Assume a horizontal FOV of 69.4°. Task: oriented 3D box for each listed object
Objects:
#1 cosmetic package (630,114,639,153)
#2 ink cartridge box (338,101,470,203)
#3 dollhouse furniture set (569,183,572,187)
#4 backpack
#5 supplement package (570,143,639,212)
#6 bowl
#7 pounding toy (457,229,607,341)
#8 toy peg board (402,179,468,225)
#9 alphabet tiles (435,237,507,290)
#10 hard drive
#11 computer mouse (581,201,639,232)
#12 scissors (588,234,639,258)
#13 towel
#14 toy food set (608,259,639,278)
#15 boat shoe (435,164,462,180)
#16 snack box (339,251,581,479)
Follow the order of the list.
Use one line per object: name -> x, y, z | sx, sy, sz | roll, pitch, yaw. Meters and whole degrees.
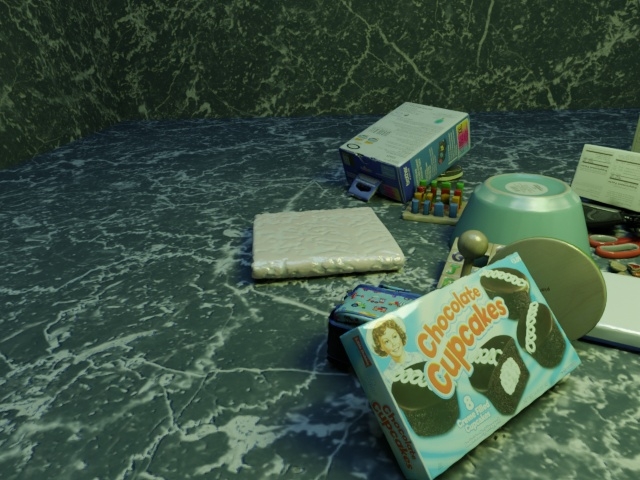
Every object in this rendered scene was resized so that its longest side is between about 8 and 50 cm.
cosmetic package -> 1.087, -0.328, 1.440 | 0.113, 0.309, 0.160 | -7, 26, -8
ink cartridge box -> 0.252, -0.280, 1.496 | 0.396, 0.151, 0.270 | -36, 41, -23
dollhouse furniture set -> 0.855, -0.195, 1.437 | 0.115, 0.081, 0.091 | -16, 28, -27
backpack -> 0.110, 0.131, 0.748 | 0.158, 0.116, 0.173 | 12, 26, 28
supplement package -> 0.860, -0.156, 1.234 | 0.204, 0.145, 0.262 | -2, 21, -33
bowl -> 0.464, -0.053, 1.067 | 0.312, 0.162, 0.311 | -2, 25, 1
pounding toy -> 0.360, 0.070, 0.801 | 0.237, 0.182, 0.110 | 10, 17, 32
toy peg board -> 0.330, -0.114, 1.311 | 0.162, 0.079, 0.160 | 8, 26, 22
alphabet tiles -> 0.359, 0.078, 0.900 | 0.238, 0.009, 0.198 | 10, 45, 26
hard drive -> 0.620, 0.136, 0.781 | 0.319, 0.040, 0.210 | 11, 28, 26
computer mouse -> 0.676, -0.057, 1.161 | 0.273, 0.072, 0.189 | 18, 14, 24
scissors -> 0.775, 0.006, 1.085 | 0.298, 0.021, 0.109 | -3, 22, -5
towel -> 0.000, 0.000, 1.120 | 0.333, 0.053, 0.317 | -5, 24, -6
toy food set -> 0.643, 0.073, 0.948 | 0.078, 0.019, 0.122 | 8, 19, 21
boat shoe -> 0.383, -0.249, 1.604 | 0.224, 0.073, 0.080 | -3, 27, 3
snack box -> 0.201, 0.150, 0.628 | 0.322, 0.187, 0.060 | -19, -14, -31
